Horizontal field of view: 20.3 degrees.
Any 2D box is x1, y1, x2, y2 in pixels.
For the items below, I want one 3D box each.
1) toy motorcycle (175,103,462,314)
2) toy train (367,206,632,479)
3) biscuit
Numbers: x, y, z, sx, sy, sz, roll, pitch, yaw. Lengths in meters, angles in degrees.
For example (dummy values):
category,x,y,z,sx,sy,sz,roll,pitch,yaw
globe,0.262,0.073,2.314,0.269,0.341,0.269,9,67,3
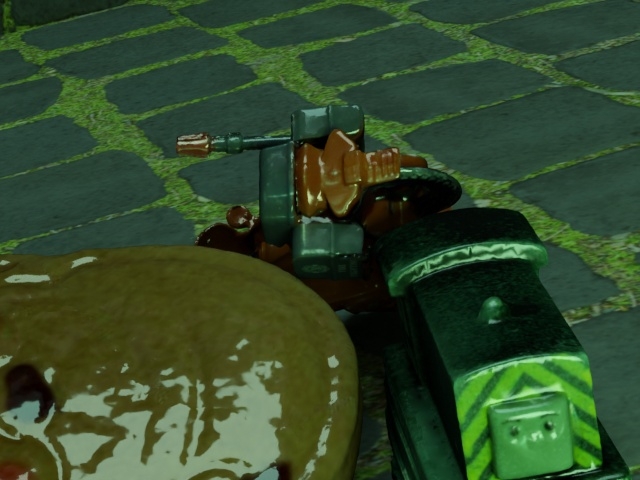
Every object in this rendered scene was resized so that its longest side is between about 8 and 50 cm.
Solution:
category,x,y,z,sx,sy,sz,roll,pitch,yaw
toy motorcycle,0.000,0.000,1.419,0.221,0.148,0.326,-4,-20,2
toy train,0.109,0.100,1.159,0.138,0.178,0.330,-11,18,-2
biscuit,-0.197,0.130,1.224,0.455,0.078,0.350,-13,39,-6
